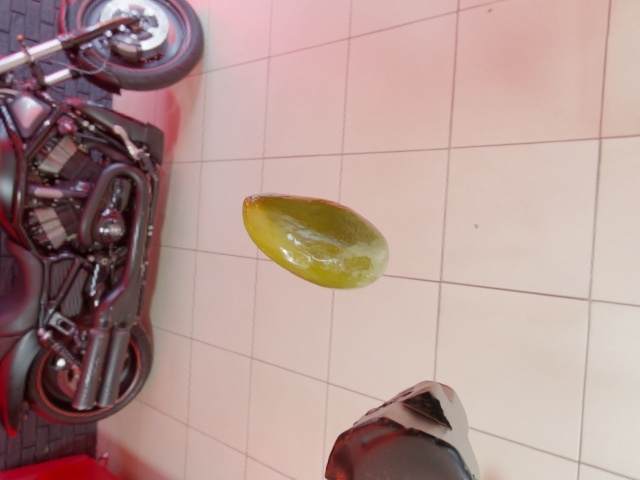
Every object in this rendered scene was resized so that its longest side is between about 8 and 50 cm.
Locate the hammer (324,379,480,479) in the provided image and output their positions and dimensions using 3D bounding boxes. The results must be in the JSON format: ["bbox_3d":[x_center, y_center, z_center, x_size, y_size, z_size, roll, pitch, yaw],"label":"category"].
[{"bbox_3d":[0.139,0.315,0.388,0.095,0.242,0.408,-26,77,9],"label":"hammer"}]

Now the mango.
[{"bbox_3d":[0.004,0.007,1.005,0.142,0.332,0.195,-50,44,36],"label":"mango"}]
